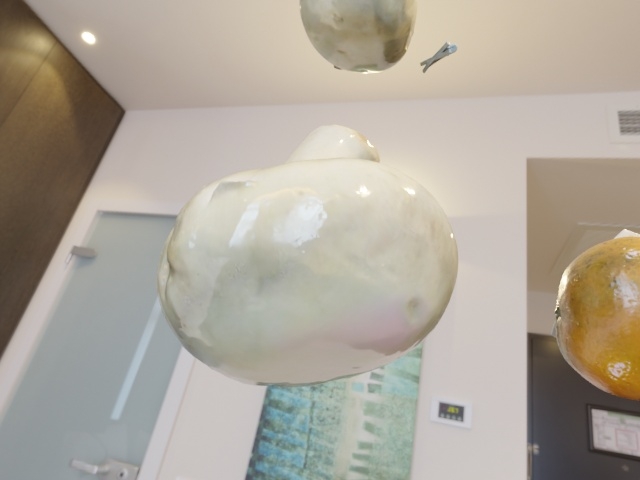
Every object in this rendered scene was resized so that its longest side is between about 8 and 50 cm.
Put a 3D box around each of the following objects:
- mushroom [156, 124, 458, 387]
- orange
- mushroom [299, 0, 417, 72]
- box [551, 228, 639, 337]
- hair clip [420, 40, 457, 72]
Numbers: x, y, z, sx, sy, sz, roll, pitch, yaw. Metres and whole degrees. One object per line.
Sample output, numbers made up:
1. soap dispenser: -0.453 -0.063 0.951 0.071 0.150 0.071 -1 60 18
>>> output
1. mushroom: 0.009 0.034 0.483 0.314 0.316 0.356 -10 11 41
2. orange: 0.449 0.112 0.625 0.171 0.240 0.240 8 -24 24
3. mushroom: 0.113 -0.598 1.011 0.314 0.337 0.314 22 -16 7
4. box: 0.574 0.099 0.850 0.067 0.233 0.150 33 -34 44
5. hair clip: 0.300 -0.465 1.062 0.039 0.030 0.115 -13 1 -27
